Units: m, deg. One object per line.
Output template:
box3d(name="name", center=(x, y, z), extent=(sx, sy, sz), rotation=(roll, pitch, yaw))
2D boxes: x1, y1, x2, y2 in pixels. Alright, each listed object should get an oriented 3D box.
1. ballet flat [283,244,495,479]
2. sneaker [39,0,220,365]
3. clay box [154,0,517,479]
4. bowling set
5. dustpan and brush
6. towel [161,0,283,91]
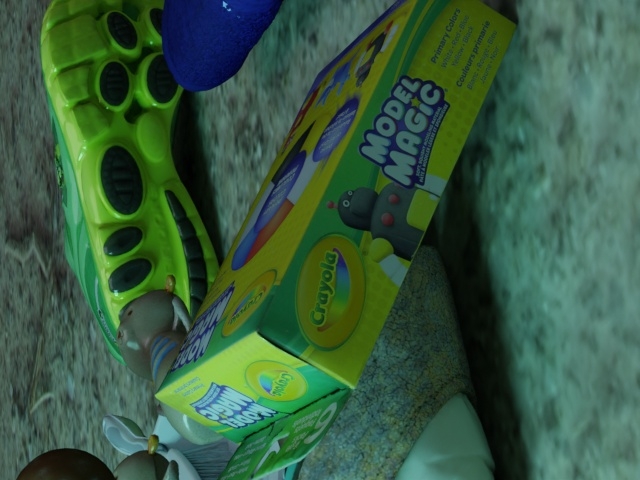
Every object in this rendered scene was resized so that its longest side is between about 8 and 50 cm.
box3d(name="ballet flat", center=(0.022, 0.156, 0.762), extent=(0.316, 0.106, 0.107), rotation=(-66, -24, -13))
box3d(name="sneaker", center=(-0.145, -0.049, 1.198), extent=(0.123, 0.109, 0.295), rotation=(136, 129, -56))
box3d(name="clay box", center=(0.000, 0.000, 0.763), extent=(0.127, 0.053, 0.222), rotation=(-36, 25, 60))
box3d(name="bowling set", center=(-0.068, 0.094, 0.905), extent=(0.154, 0.200, 0.287), rotation=(-137, 54, -63))
box3d(name="dustpan and brush", center=(-0.089, 0.147, 1.125), extent=(0.211, 0.060, 0.147), rotation=(-151, 63, -65))
box3d(name="towel", center=(-0.030, -0.244, 0.967), extent=(0.308, 0.076, 0.227), rotation=(134, 128, -63))
